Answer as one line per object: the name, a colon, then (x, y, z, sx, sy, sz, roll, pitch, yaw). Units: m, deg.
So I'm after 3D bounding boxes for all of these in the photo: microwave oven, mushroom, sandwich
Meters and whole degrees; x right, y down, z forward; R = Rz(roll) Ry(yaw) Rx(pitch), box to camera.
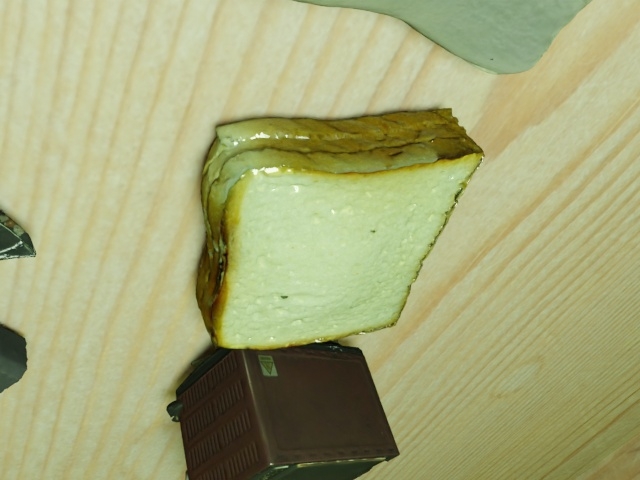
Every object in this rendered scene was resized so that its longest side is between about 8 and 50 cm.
microwave oven: (-0.051, 0.243, 0.780, 0.247, 0.188, 0.178, 15, 131, -43)
mushroom: (0.065, -0.210, 0.431, 0.329, 0.122, 0.159, -1, 125, -25)
sandwich: (0.000, 0.000, 0.639, 0.271, 0.099, 0.301, -3, 138, -18)

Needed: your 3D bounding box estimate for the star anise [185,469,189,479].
star anise: (-0.068, 0.412, 0.892, 0.332, 0.332, 0.117, 30, 83, -44)

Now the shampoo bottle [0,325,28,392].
shampoo bottle: (-0.421, 0.069, 0.514, 0.098, 0.071, 0.309, -30, 140, 6)

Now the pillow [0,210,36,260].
pillow: (-0.325, -0.023, 0.485, 0.090, 0.048, 0.150, -33, 136, -4)

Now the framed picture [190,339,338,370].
framed picture: (-0.062, 0.224, 0.905, 0.217, 0.017, 0.274, -22, 140, -5)
